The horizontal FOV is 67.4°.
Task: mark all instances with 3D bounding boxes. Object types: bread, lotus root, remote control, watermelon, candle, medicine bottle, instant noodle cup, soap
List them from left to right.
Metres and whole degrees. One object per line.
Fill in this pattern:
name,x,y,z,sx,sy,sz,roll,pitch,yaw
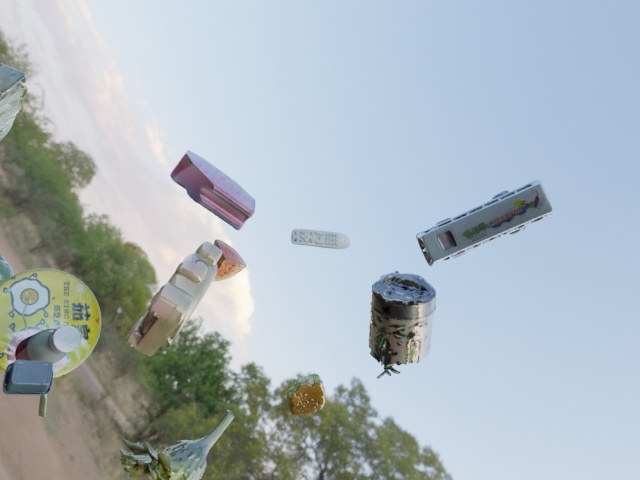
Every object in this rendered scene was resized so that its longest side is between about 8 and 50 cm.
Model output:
lotus root,-0.851,-0.358,1.229,0.138,0.119,0.234,31,-44,-27
instant noodle cup,-0.884,0.265,1.468,0.254,0.325,0.326,-17,-78,40
medicine bottle,-0.697,0.272,1.232,0.216,0.090,0.091,-22,-83,36
soap,-0.407,-0.196,1.832,0.323,0.109,0.193,35,18,-21
watermelon,-0.320,0.059,1.571,0.136,0.125,0.094,66,-13,1
bread,-0.051,0.544,1.703,0.069,0.140,0.128,-126,-153,-70
remote control,0.000,0.000,1.846,0.044,0.228,0.073,104,-11,-57
candle,0.226,0.265,1.381,0.187,0.187,0.331,26,-59,48

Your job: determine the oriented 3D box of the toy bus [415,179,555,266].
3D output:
toy bus,0.398,-0.037,1.185,0.109,0.329,0.136,65,16,4

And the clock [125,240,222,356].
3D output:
clock,-0.410,0.159,1.383,0.114,0.310,0.284,34,-49,-11

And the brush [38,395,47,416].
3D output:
brush,-1.048,0.574,1.811,0.030,0.033,0.179,30,62,-78

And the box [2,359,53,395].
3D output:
box,-0.670,0.314,1.108,0.054,0.099,0.074,-40,-132,40

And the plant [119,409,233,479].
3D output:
plant,-0.342,0.597,1.213,0.306,0.296,0.262,-41,-121,54

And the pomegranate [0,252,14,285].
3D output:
pomegranate,-1.199,0.156,1.614,0.235,0.302,0.236,32,-30,21
